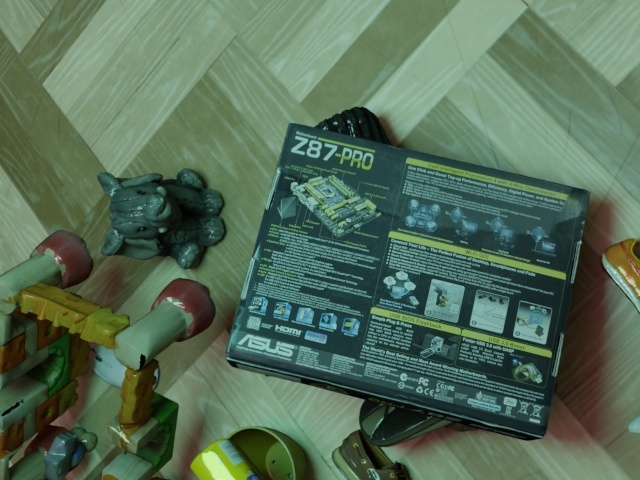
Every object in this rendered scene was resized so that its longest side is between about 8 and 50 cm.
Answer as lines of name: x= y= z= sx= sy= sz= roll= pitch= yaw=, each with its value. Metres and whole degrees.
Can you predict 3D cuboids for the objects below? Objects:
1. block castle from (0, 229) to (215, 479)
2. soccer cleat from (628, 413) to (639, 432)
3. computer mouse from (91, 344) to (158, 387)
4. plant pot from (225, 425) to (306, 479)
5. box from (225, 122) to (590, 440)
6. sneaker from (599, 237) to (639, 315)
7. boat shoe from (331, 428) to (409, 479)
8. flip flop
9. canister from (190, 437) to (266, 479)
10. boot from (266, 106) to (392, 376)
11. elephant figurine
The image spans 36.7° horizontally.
block castle: x=-0.332 y=0.234 z=1.451 sx=0.303 sy=0.213 sz=0.453 roll=20 pitch=119 yaw=18
soccer cleat: x=0.463 y=0.343 z=1.132 sx=0.143 sy=0.116 sz=0.331 roll=-20 pitch=71 yaw=21
computer mouse: x=-0.353 y=0.198 z=1.604 sx=0.193 sy=0.042 sz=0.106 roll=17 pitch=94 yaw=27
plant pot: x=-0.074 y=0.335 z=1.421 sx=0.134 sy=0.095 sz=0.134 roll=-1 pitch=87 yaw=27
box: x=0.110 y=0.049 z=1.206 sx=0.395 sy=0.097 sz=0.318 roll=13 pitch=77 yaw=3
sneaker: x=0.420 y=0.072 z=1.196 sx=0.067 sy=0.064 sz=0.175 roll=-36 pitch=74 yaw=11
boat shoe: x=0.092 y=0.339 z=1.351 sx=0.178 sy=0.064 sz=0.060 roll=42 pitch=108 yaw=25
flip flop: x=0.185 y=0.217 z=1.298 sx=0.277 sy=0.080 sz=0.112 roll=-25 pitch=45 yaw=20
canister: x=-0.093 y=0.357 z=1.306 sx=0.073 sy=0.126 sz=0.170 roll=-40 pitch=66 yaw=-6
boot: x=0.001 y=0.001 z=1.342 sx=0.348 sy=0.131 sz=0.260 roll=-36 pitch=75 yaw=-9
elephant figurine: x=-0.268 y=-0.045 z=1.460 sx=0.186 sy=0.239 sz=0.169 roll=-44 pitch=70 yaw=19
